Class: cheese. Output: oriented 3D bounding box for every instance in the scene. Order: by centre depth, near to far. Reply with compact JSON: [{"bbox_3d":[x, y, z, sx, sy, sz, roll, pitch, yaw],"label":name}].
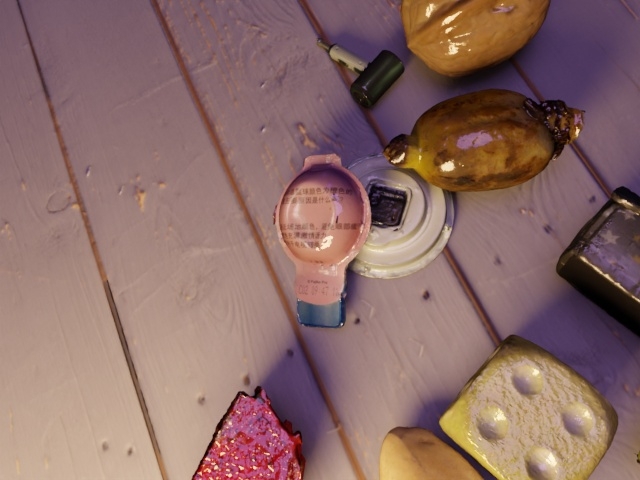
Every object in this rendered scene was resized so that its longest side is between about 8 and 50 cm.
[{"bbox_3d":[0.000,0.000,0.910,0.189,0.074,0.285,-3,87,33],"label":"cheese"}]

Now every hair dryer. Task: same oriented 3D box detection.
[{"bbox_3d":[0.056,-0.337,1.057,0.100,0.057,0.198,-46,62,-8],"label":"hair dryer"}]

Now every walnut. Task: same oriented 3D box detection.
[{"bbox_3d":[0.264,-0.405,0.957,0.261,0.225,0.225,-32,70,3],"label":"walnut"}]

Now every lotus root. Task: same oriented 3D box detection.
[{"bbox_3d":[0.256,-0.161,0.905,0.314,0.141,0.169,-7,55,1],"label":"lotus root"}]

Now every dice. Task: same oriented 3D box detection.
[{"bbox_3d":[0.275,0.245,0.754,0.169,0.169,0.166,40,81,18],"label":"dice"}]

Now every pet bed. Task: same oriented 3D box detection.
[{"bbox_3d":[0.473,0.035,0.790,0.211,0.183,0.159,41,88,21],"label":"pet bed"}]

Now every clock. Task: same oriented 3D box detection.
[{"bbox_3d":[0.109,-0.054,0.945,0.237,0.053,0.236,-2,71,7],"label":"clock"}]

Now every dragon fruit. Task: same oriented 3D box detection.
[{"bbox_3d":[-0.114,0.342,0.802,0.163,0.189,0.261,29,81,-22],"label":"dragon fruit"}]

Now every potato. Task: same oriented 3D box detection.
[{"bbox_3d":[0.166,0.370,0.752,0.161,0.128,0.234,-6,65,3],"label":"potato"}]

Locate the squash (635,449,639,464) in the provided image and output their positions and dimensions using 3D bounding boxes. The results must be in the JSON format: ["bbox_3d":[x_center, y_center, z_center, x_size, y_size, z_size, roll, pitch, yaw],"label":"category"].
[{"bbox_3d":[0.538,0.218,0.767,0.137,0.137,0.287,25,63,16],"label":"squash"}]
